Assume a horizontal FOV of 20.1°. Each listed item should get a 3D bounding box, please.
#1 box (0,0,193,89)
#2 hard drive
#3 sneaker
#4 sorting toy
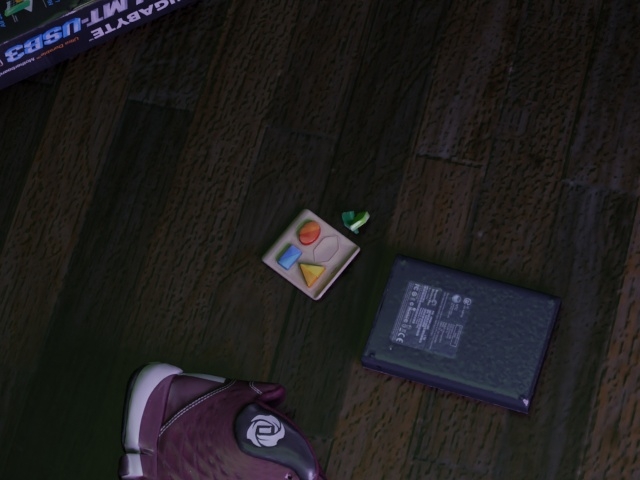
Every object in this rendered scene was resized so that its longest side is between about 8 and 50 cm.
[{"bbox_3d":[-0.293,-0.278,1.576,0.293,0.073,0.295,-26,65,-1],"label":"box"},{"bbox_3d":[0.110,0.071,1.402,0.135,0.022,0.094,15,70,14],"label":"hard drive"},{"bbox_3d":[-0.069,0.222,1.322,0.162,0.106,0.281,1,67,5],"label":"sneaker"},{"bbox_3d":[0.000,0.000,1.452,0.062,0.012,0.083,36,76,20],"label":"sorting toy"}]
